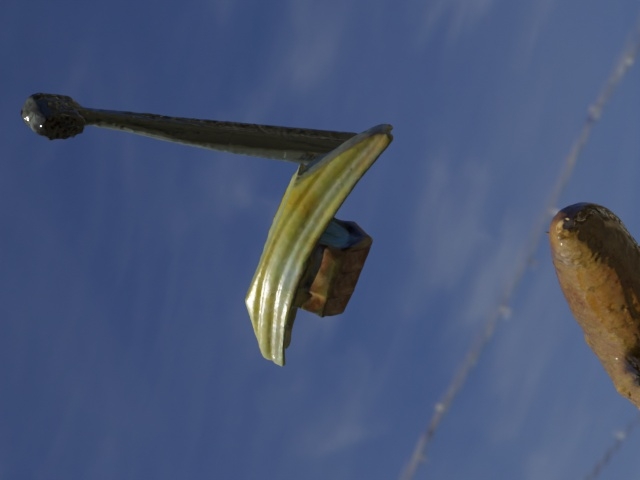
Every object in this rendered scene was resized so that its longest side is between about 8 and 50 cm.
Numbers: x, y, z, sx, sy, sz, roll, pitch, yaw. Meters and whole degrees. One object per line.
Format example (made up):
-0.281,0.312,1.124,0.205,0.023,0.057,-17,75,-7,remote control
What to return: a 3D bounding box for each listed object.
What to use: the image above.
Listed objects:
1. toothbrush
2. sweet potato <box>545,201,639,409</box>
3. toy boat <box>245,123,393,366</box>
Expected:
-0.084,-0.078,1.389,0.297,0.030,0.030,5,-60,-35,toothbrush
0.285,0.095,1.562,0.341,0.114,0.092,47,-111,-20,sweet potato
0.000,0.000,1.202,0.065,0.066,0.172,-79,11,-72,toy boat
